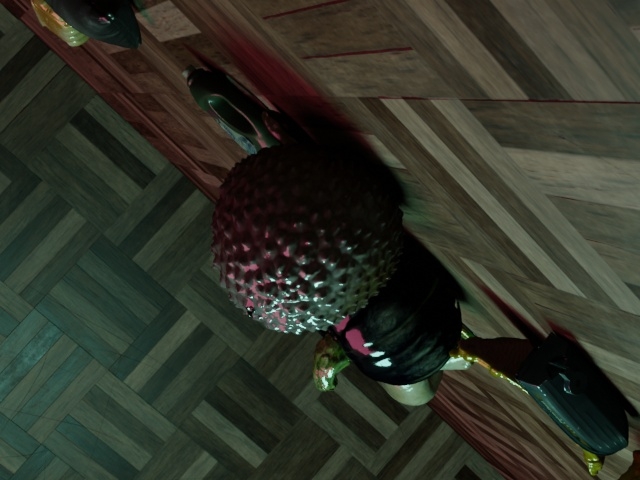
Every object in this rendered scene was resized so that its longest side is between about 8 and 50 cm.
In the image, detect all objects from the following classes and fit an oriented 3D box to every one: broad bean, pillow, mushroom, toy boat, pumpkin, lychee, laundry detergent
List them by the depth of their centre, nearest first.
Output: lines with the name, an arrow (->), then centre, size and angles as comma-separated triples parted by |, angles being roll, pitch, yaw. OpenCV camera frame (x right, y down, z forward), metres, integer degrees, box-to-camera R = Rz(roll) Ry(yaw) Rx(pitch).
lychee -> -0.020, -0.003, 1.516 | 0.300, 0.300, 0.300 | 41, 173, 6
toy boat -> 0.372, 0.234, 1.523 | 0.246, 0.093, 0.103 | 45, 165, -27
toy boat -> 0.343, 0.237, 1.621 | 0.318, 0.099, 0.141 | 40, -162, -13
broad bean -> -0.018, -0.127, 1.665 | 0.069, 0.039, 0.227 | 42, 176, 48
pillow -> -0.405, -0.418, 1.723 | 0.250, 0.106, 0.186 | 43, -179, 6
laundry detergent -> -0.143, -0.214, 1.730 | 0.211, 0.063, 0.137 | 44, 171, 0
pumpkin -> 0.073, 0.129, 1.773 | 0.296, 0.296, 0.296 | 41, 173, 6
mushroom -> 0.209, 0.222, 2.080 | 0.204, 0.204, 0.204 | 41, 173, 6

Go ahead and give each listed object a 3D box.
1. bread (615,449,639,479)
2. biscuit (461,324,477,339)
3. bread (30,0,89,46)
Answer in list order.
bread -> 0.541, 0.499, 1.594 | 0.337, 0.204, 0.358 | 64, 179, -22
biscuit -> 0.265, 0.167, 1.995 | 0.089, 0.016, 0.046 | 43, 172, -9
bread -> -0.524, -0.465, 2.151 | 0.119, 0.084, 0.177 | 40, 172, -1
